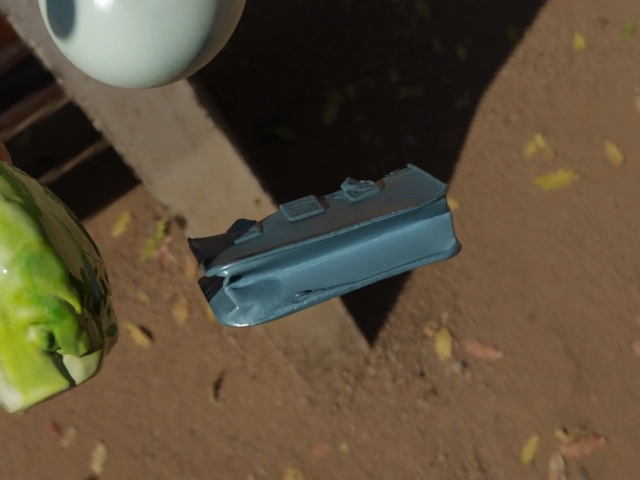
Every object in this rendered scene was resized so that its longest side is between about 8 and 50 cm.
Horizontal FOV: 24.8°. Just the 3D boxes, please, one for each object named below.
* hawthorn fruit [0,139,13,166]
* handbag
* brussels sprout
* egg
[{"bbox_3d":[-0.398,-0.082,1.609,0.125,0.140,0.125,4,18,-1],"label":"hawthorn fruit"},{"bbox_3d":[0.000,0.000,1.316,0.229,0.062,0.179,-19,16,-8],"label":"handbag"},{"bbox_3d":[-0.259,0.031,1.221,0.161,0.223,0.223,-35,46,-23],"label":"brussels sprout"},{"bbox_3d":[-0.151,-0.244,1.282,0.183,0.183,0.264,-11,39,17],"label":"egg"}]
